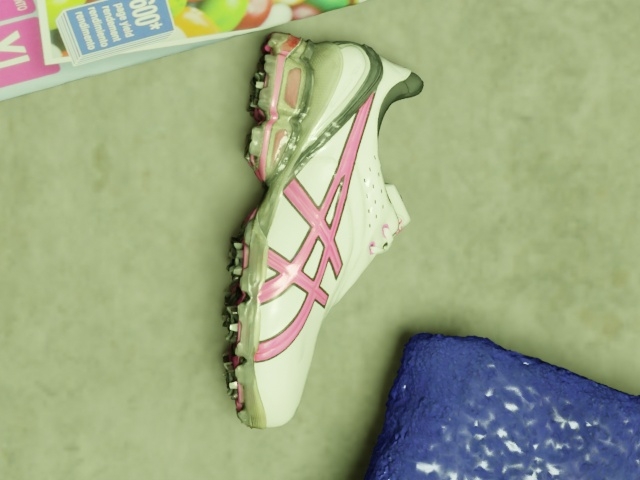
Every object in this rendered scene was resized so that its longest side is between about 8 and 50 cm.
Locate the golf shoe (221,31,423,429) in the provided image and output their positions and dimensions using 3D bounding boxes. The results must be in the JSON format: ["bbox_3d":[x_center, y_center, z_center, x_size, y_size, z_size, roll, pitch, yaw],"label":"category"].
[{"bbox_3d":[0.000,0.000,0.637,0.085,0.067,0.186,9,96,-8],"label":"golf shoe"}]

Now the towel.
[{"bbox_3d":[0.096,0.216,0.623,0.227,0.076,0.308,20,76,-2],"label":"towel"}]

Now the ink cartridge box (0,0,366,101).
[{"bbox_3d":[-0.035,-0.167,0.562,0.311,0.186,0.065,-18,56,-5],"label":"ink cartridge box"}]
